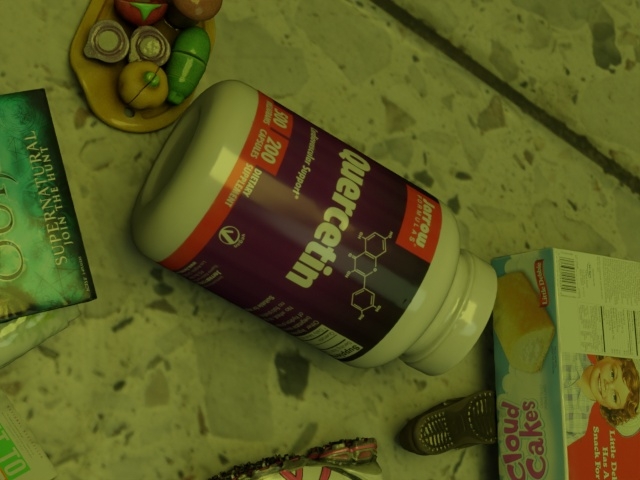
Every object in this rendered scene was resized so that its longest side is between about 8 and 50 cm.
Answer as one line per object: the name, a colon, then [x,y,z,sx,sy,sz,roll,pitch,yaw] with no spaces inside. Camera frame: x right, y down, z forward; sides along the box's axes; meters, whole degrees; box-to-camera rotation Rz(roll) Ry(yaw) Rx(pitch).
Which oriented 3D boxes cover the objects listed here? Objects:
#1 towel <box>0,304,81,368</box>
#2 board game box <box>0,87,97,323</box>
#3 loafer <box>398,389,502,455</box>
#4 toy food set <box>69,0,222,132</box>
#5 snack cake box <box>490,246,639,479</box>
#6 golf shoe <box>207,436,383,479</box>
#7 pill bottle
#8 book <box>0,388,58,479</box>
towel: [-0.422,0.016,1.091,0.374,0.090,0.320,-31,93,-28]
board game box: [-0.268,-0.026,1.116,0.126,0.026,0.186,-14,87,-29]
loafer: [0.135,0.183,1.354,0.148,0.050,0.056,-2,83,-42]
toy food set: [-0.152,-0.211,1.281,0.128,0.071,0.217,26,69,-19]
snack cake box: [0.261,0.148,1.380,0.152,0.089,0.264,9,74,-41]
golf shoe: [-0.021,0.238,1.253,0.186,0.067,0.085,-7,84,-27]
pill bottle: [0.000,0.000,1.249,0.323,0.181,0.181,29,68,-18]
book: [-0.298,0.188,1.112,0.096,0.035,0.144,57,35,5]
